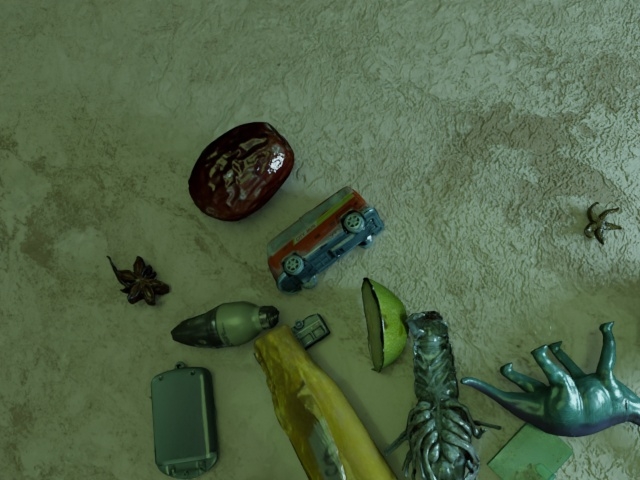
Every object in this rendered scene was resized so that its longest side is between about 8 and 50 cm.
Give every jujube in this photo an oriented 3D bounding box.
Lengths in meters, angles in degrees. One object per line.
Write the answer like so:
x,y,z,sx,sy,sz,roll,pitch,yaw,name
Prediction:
-0.180,-0.152,1.365,0.243,0.183,0.183,-39,71,12,jujube

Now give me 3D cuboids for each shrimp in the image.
0.228,0.344,1.164,0.221,0.166,0.410,-7,62,13,shrimp

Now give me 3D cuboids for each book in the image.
0.403,0.418,1.170,0.135,0.017,0.103,-46,70,-2,book

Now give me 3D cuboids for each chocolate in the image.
-0.001,0.373,1.191,0.162,0.162,0.445,-34,73,2,chocolate

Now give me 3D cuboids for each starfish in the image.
0.574,-0.038,1.248,0.091,0.028,0.078,-43,77,-4,starfish

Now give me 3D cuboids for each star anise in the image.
-0.437,0.086,1.422,0.097,0.070,0.191,-35,67,-27,star anise

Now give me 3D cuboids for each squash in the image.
0.140,0.160,1.222,0.085,0.184,0.192,-7,75,-6,squash

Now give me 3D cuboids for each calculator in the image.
-0.294,0.383,1.318,0.141,0.045,0.246,-12,73,9,calculator

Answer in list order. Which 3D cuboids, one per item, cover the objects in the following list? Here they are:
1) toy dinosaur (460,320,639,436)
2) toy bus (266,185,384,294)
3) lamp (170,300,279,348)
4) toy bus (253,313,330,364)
0.483,0.339,1.096,0.383,0.129,0.331,-17,70,-16,toy dinosaur
0.000,0.000,1.323,0.265,0.121,0.120,-37,62,2,toy bus
-0.209,0.184,1.325,0.250,0.101,0.101,-12,73,17,lamp
-0.061,0.219,1.310,0.166,0.047,0.065,-34,75,1,toy bus
